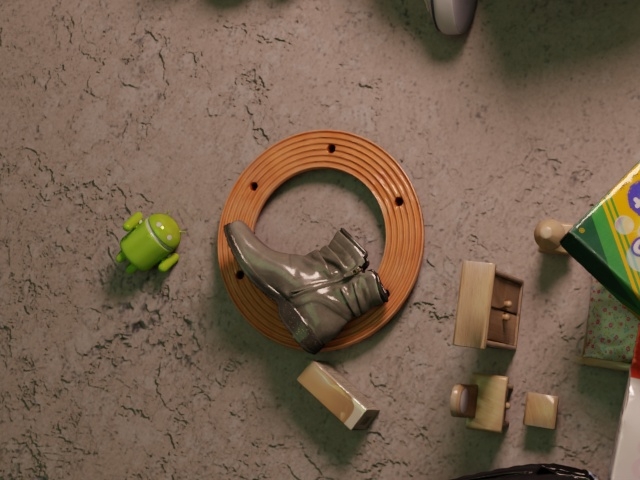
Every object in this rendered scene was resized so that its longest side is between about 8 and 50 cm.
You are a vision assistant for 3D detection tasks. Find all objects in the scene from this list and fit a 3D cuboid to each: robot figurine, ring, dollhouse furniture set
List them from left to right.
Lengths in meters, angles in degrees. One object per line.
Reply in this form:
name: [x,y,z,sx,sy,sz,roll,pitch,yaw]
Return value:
robot figurine: [-0.269,0.003,2.156,0.115,0.067,0.101,-37,98,14]
ring: [0.000,0.000,2.066,0.337,0.032,0.336,-3,81,22]
dollhouse furniture set: [0.371,0.126,1.818,0.355,0.174,0.303,6,86,23]

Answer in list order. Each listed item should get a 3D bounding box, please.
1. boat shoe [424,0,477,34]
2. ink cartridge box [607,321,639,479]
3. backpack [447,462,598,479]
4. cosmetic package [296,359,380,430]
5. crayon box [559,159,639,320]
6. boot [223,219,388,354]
boat shoe: [0.132,-0.474,1.965,0.156,0.136,0.367,4,119,27]
ink cartridge box: [0.488,0.221,1.776,0.189,0.066,0.232,11,99,4]
backpack: [0.222,0.415,1.804,0.355,0.290,0.273,-31,81,9]
cosmetic package: [0.026,0.227,2.009,0.115,0.060,0.041,41,99,23]
crayon box: [0.497,0.038,1.756,0.203,0.083,0.323,-44,82,-8]
boot: [-0.018,0.033,2.020,0.161,0.083,0.246,-40,75,6]
